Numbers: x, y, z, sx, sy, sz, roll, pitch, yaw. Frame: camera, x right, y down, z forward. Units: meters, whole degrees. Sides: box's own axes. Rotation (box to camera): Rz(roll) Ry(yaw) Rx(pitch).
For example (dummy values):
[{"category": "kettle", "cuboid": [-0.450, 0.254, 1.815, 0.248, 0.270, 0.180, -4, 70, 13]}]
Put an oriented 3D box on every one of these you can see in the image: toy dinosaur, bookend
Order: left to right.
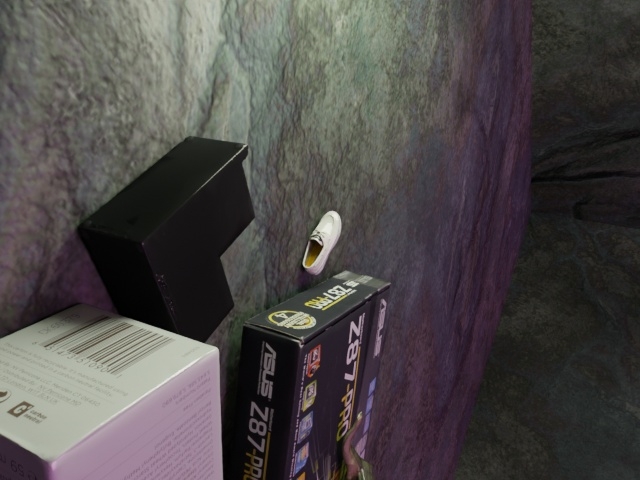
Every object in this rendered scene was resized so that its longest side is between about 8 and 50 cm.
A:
[{"category": "bookend", "cuboid": [-0.124, 0.008, 0.558, 0.157, 0.072, 0.156, -54, 146, -41]}, {"category": "toy dinosaur", "cuboid": [0.054, 0.376, 0.885, 0.268, 0.063, 0.118, 74, 31, -44]}]

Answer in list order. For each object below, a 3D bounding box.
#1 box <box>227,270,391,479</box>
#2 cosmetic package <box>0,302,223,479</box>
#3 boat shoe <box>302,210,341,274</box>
[{"category": "box", "cuboid": [-0.015, 0.269, 0.863, 0.318, 0.097, 0.396, -19, 119, -64]}, {"category": "cosmetic package", "cuboid": [-0.176, 0.170, 0.434, 0.151, 0.151, 0.184, -29, 125, -56]}, {"category": "boat shoe", "cuboid": [0.000, 0.000, 0.848, 0.100, 0.035, 0.035, -65, 155, -11]}]
